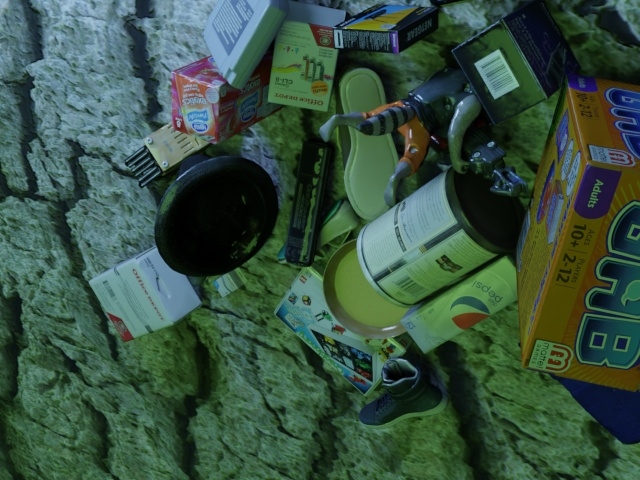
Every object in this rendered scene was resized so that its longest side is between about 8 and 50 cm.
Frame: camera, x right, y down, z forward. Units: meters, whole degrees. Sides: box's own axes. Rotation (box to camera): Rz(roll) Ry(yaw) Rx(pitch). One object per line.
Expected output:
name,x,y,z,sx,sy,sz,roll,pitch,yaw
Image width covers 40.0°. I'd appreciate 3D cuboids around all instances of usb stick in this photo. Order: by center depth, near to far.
usb stick,-0.026,-0.082,1.918,0.077,0.045,0.278,15,100,30

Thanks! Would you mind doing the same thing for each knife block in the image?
knife block,-0.337,-0.229,2.097,0.275,0.242,0.088,-33,96,-5

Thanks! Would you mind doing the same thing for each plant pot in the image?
plant pot,0.121,0.102,1.945,0.236,0.032,0.237,4,106,15

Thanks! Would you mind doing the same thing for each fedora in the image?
fedora,-0.259,-0.079,2.027,0.152,0.333,0.334,50,138,42

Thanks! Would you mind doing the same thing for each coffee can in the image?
coffee can,0.234,-0.011,1.736,0.275,0.201,0.202,-35,92,41

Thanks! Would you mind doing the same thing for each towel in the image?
towel,0.572,0.246,1.736,0.308,0.076,0.228,45,137,6

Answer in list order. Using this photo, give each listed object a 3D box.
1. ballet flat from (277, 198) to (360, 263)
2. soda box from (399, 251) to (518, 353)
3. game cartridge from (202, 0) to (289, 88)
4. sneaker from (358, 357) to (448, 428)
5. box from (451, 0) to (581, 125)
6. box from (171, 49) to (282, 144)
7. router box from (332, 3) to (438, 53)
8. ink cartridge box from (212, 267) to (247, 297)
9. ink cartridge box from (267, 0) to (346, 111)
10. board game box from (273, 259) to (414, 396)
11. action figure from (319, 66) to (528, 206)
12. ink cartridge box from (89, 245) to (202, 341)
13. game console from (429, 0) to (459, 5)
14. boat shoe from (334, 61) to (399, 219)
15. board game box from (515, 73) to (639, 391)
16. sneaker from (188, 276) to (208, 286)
ballet flat,0.000,0.000,1.986,0.086,0.086,0.248,52,129,0
soda box,0.304,0.117,1.799,0.286,0.098,0.091,-36,93,31
game cartridge,-0.148,-0.436,1.729,0.062,0.297,0.198,28,110,-30
sneaker,0.154,0.350,2.014,0.226,0.086,0.163,-23,129,28
box,0.339,-0.310,1.506,0.108,0.207,0.153,-27,98,40
box,-0.188,-0.311,1.826,0.122,0.257,0.128,20,123,22
router box,0.123,-0.394,1.626,0.133,0.179,0.046,11,122,28
ink cartridge box,-0.228,0.105,2.219,0.083,0.028,0.048,-31,95,40
ink cartridge box,-0.028,-0.367,1.751,0.128,0.127,0.176,9,123,-1
board game box,0.049,0.204,2.069,0.305,0.053,0.193,41,128,9
action figure,0.218,-0.199,1.570,0.341,0.330,0.179,41,155,35
ink cartridge box,-0.464,0.139,2.317,0.272,0.114,0.197,-21,101,48
game console,0.233,-0.487,1.569,0.144,0.124,0.085,-4,85,35
boat shoe,0.089,-0.204,1.803,0.116,0.097,0.325,-12,116,-5
board game box,0.526,-0.007,1.377,0.356,0.356,0.357,11,122,4
sneaker,-0.315,0.055,2.221,0.065,0.076,0.167,31,127,18
